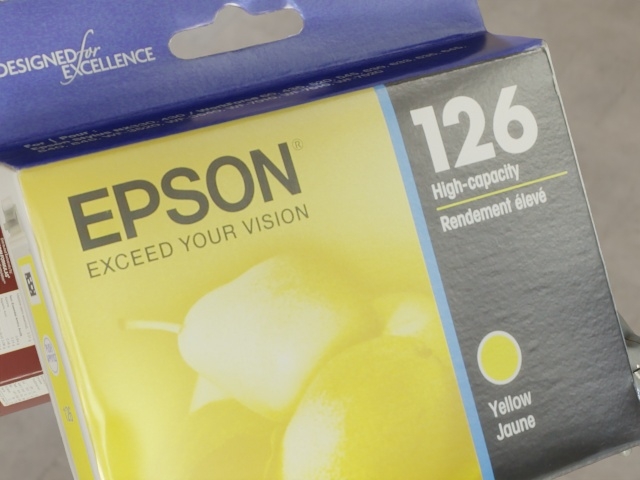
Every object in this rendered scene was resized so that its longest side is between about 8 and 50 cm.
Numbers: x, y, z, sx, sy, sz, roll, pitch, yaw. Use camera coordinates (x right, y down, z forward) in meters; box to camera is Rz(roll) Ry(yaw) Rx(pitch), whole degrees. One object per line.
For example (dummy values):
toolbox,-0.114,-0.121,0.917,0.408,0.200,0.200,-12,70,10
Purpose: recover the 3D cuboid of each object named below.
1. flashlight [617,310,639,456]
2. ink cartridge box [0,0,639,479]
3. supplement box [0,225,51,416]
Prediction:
flashlight,0.185,0.045,1.296,0.304,0.103,0.103,52,13,0
ink cartridge box,0.000,0.000,0.765,0.303,0.072,0.307,-17,93,-26
supplement box,-0.244,0.033,1.321,0.194,0.129,0.191,-16,75,-9
